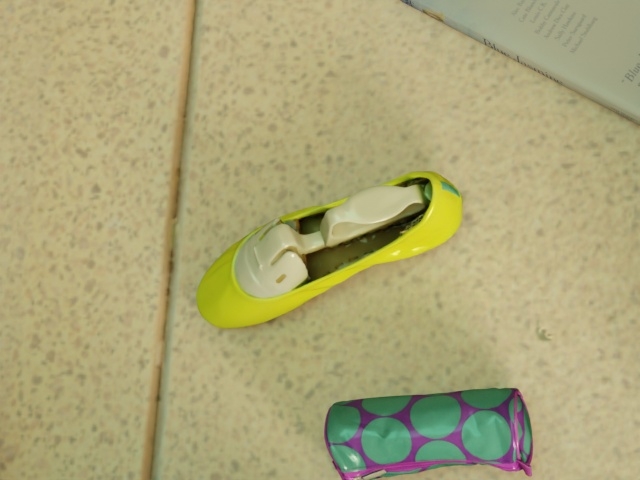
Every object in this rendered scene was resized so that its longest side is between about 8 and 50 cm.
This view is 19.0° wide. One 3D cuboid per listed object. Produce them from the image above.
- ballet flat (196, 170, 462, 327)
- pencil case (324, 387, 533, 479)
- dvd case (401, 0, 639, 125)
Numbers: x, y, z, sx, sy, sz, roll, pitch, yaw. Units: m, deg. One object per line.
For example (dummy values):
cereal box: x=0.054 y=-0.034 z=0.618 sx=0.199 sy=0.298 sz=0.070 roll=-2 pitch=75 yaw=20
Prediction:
ballet flat: x=0.000 y=0.000 z=1.505 sx=0.231 sy=0.077 sz=0.077 roll=-21 pitch=70 yaw=7
pencil case: x=0.083 y=0.149 z=1.445 sx=0.152 sy=0.064 sz=0.070 roll=-7 pitch=56 yaw=12
dvd case: x=0.209 y=-0.219 z=1.551 sx=0.253 sy=0.022 sz=0.180 roll=30 pitch=83 yaw=21
